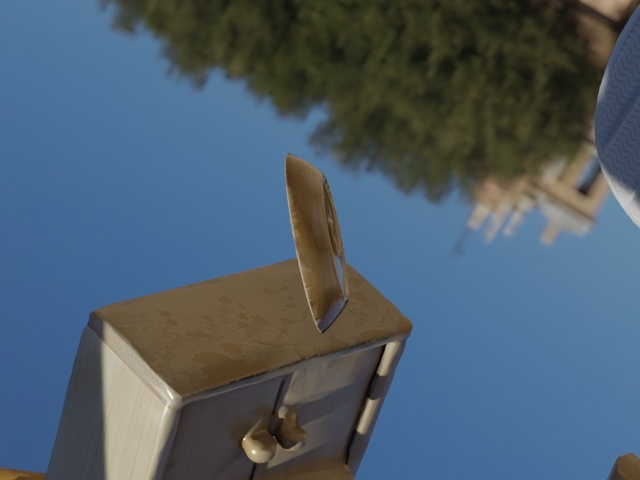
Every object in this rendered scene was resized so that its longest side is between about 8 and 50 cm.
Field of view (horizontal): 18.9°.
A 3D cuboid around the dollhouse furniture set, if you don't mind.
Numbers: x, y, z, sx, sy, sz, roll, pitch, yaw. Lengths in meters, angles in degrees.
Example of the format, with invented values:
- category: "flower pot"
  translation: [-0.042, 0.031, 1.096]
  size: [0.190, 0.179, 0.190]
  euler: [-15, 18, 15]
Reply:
- category: "dollhouse furniture set"
  translation: [0.035, 0.230, 0.898]
  size: [0.362, 0.256, 0.394]
  euler: [-14, -136, -41]

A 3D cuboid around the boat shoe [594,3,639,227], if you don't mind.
- category: "boat shoe"
  translation: [0.234, -0.110, 0.737]
  size: [0.119, 0.335, 0.121]
  euler: [-24, -107, -40]

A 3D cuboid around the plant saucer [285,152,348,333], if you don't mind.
- category: "plant saucer"
  translation: [0.000, 0.000, 0.872]
  size: [0.015, 0.083, 0.083]
  euler: [-11, -167, 6]

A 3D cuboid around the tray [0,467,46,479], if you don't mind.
- category: "tray"
  translation: [-0.192, 0.380, 1.456]
  size: [0.203, 0.076, 0.410]
  euler: [7, -122, 1]
